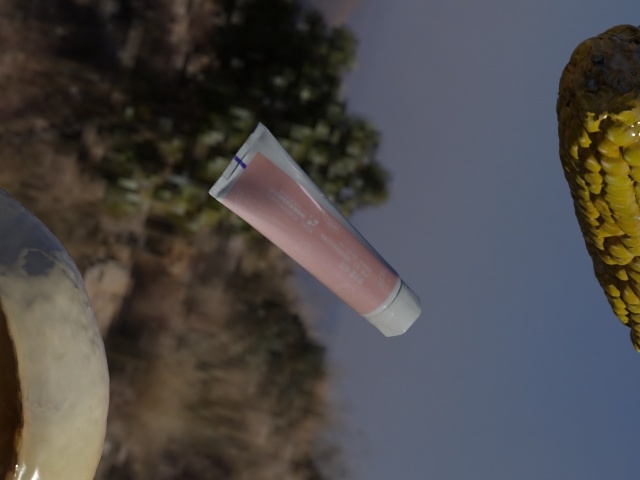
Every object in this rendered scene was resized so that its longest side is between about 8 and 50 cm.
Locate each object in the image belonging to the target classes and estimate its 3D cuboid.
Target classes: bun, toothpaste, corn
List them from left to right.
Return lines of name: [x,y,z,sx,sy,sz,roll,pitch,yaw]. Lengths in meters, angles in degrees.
bun: [-0.267,0.085,1.329,0.165,0.299,0.299,-14,123,-62]
toothpaste: [0.000,0.000,1.416,0.067,0.194,0.043,-55,-152,-18]
corn: [0.186,-0.020,1.023,0.313,0.102,0.102,59,41,-54]
